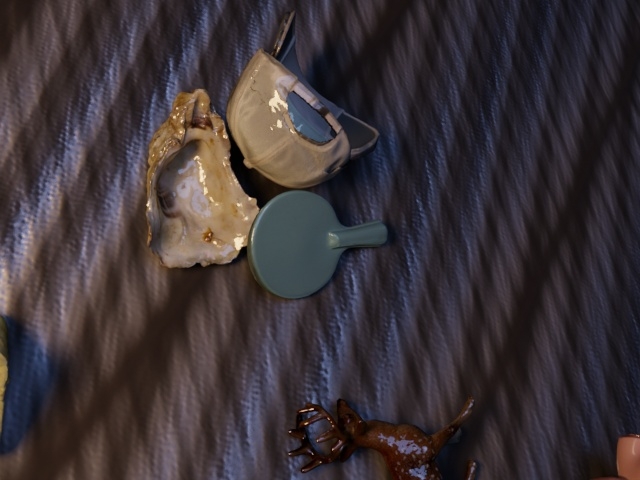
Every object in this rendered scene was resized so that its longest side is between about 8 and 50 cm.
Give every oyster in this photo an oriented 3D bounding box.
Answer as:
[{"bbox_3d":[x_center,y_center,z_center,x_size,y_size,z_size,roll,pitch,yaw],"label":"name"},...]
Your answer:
[{"bbox_3d":[-0.171,-0.080,0.973,0.161,0.107,0.233,-2,86,-36],"label":"oyster"}]

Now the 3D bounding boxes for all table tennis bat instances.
[{"bbox_3d":[0.000,0.000,1.016,0.237,0.038,0.149,-9,100,-36],"label":"table tennis bat"}]

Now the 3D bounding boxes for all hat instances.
[{"bbox_3d":[-0.038,-0.188,1.031,0.232,0.161,0.275,56,26,-26],"label":"hat"}]

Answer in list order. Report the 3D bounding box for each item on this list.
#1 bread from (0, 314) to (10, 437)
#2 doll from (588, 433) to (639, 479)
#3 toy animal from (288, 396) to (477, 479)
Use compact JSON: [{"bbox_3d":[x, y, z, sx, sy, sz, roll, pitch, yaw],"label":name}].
[{"bbox_3d":[-0.460,0.134,0.739,0.265,0.142,0.178,4,52,-24],"label":"bread"},{"bbox_3d":[0.437,0.405,0.956,0.284,0.216,0.269,29,66,-12],"label":"doll"},{"bbox_3d":[0.106,0.291,0.932,0.259,0.087,0.244,-15,73,-31],"label":"toy animal"}]
